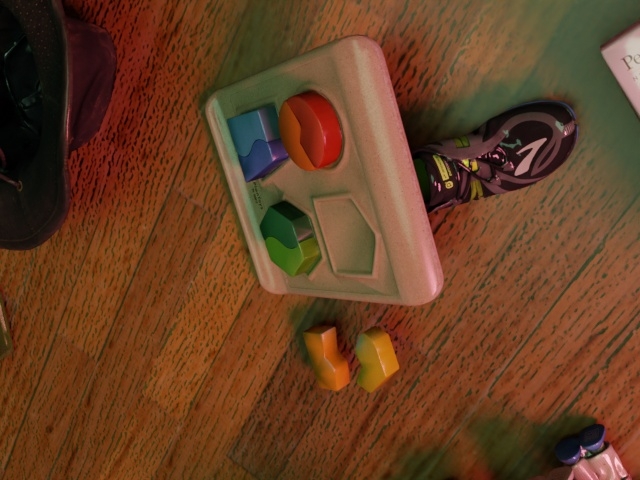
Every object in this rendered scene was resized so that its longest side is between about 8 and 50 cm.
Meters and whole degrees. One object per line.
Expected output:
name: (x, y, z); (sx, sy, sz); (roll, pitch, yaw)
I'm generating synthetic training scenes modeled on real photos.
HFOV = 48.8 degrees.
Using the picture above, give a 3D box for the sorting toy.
sorting toy: (0.000, 0.000, 0.614); (0.229, 0.041, 0.307); (-3, 107, 52)

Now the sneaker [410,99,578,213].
sneaker: (0.118, -0.056, 0.578); (0.188, 0.078, 0.067); (-19, 99, 25)

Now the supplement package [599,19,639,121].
supplement package: (0.309, -0.064, 0.469); (0.139, 0.134, 0.244); (-33, 92, 26)

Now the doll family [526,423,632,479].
doll family: (0.195, 0.295, 0.633); (0.263, 0.118, 0.163); (-30, 94, 26)

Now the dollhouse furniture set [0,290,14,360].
dollhouse furniture set: (-0.506, 0.021, 0.805); (0.198, 0.151, 0.301); (0, 106, 22)

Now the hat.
hat: (-0.279, -0.149, 0.675); (0.331, 0.134, 0.331); (16, 116, 36)
